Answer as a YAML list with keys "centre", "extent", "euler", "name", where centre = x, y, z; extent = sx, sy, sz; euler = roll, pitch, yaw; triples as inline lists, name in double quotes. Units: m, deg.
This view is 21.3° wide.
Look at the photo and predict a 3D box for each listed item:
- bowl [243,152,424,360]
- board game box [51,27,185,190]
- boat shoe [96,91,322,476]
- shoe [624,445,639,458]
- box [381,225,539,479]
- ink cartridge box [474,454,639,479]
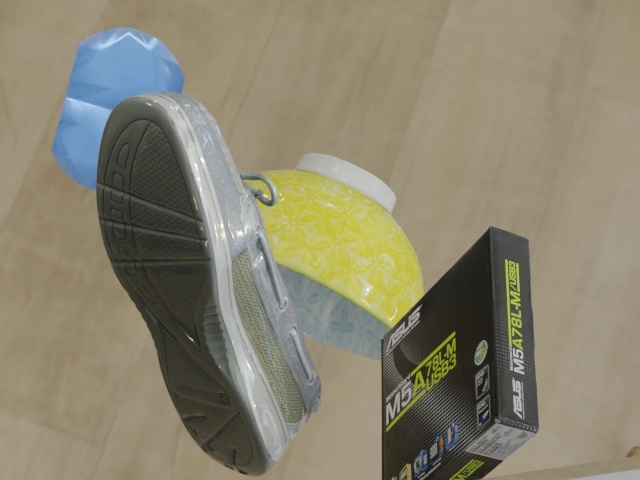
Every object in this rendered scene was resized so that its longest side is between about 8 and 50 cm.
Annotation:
- centre: [0.000, 0.000, 1.835]
  extent: [0.289, 0.289, 0.156]
  euler: [27, 76, -3]
  name: "bowl"
- centre: [-0.212, -0.134, 1.738]
  extent: [0.133, 0.033, 0.169]
  euler: [12, 94, -40]
  name: "board game box"
- centre: [-0.073, 0.025, 1.250]
  extent: [0.103, 0.118, 0.320]
  euler: [-41, 126, -37]
  name: "boat shoe"
- centre: [0.244, 0.281, 1.428]
  extent: [0.058, 0.076, 0.219]
  euler: [21, 85, 2]
  name: "shoe"
- centre: [0.109, 0.114, 1.381]
  extent: [0.045, 0.191, 0.184]
  euler: [16, 52, -21]
  name: "box"
- centre: [0.037, 0.155, 0.490]
  extent: [0.234, 0.193, 0.088]
  euler: [-9, 112, -4]
  name: "ink cartridge box"
